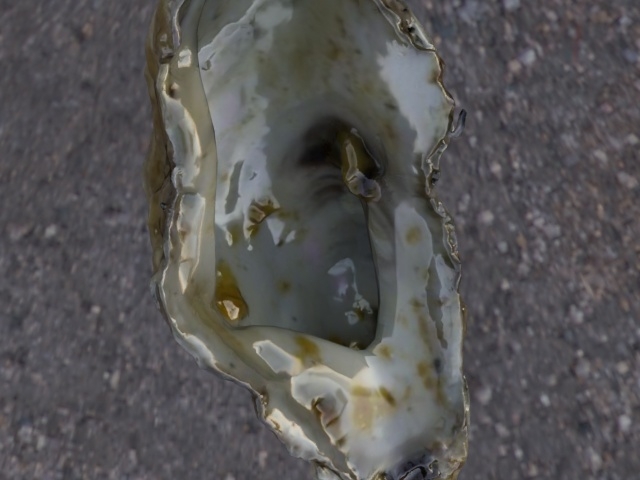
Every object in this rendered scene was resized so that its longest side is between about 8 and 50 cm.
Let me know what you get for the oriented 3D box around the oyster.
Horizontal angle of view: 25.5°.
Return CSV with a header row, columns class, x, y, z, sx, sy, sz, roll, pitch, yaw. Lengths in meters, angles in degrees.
class,x,y,z,sx,sy,sz,roll,pitch,yaw
oyster,0.001,-0.003,0.653,0.166,0.110,0.341,-32,124,-8
